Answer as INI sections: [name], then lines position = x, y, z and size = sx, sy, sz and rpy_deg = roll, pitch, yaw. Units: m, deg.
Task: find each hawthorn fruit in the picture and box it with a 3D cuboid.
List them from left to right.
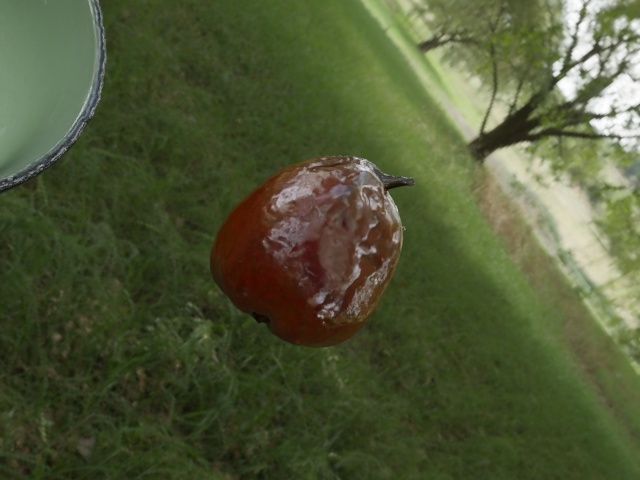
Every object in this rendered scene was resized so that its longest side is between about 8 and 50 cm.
[hawthorn fruit]
position = 0.000, 0.000, 0.353
size = 0.081, 0.093, 0.081
rpy_deg = 37, -3, 2

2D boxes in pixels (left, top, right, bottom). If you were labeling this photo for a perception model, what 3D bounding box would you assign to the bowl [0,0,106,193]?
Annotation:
[bowl]
position = -0.359, -0.156, 0.569
size = 0.354, 0.185, 0.354
rpy_deg = 23, 54, -36
